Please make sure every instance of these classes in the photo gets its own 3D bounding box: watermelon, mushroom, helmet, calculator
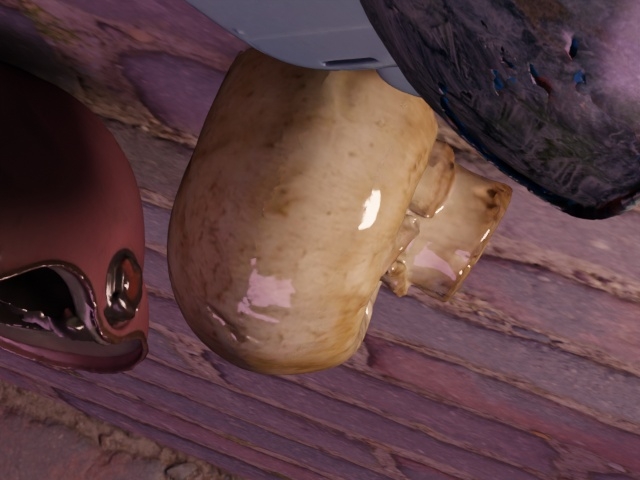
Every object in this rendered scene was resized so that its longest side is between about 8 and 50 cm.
[{"bbox_3d":[0.068,-0.129,0.658,0.175,0.188,0.322,28,166,-11],"label":"watermelon"},{"bbox_3d":[0.000,0.000,1.227,0.195,0.189,0.253,26,169,3],"label":"mushroom"},{"bbox_3d":[-0.260,-0.031,1.507,0.271,0.197,0.338,3,164,34],"label":"helmet"},{"bbox_3d":[-0.032,-0.155,1.018,0.303,0.042,0.188,36,161,-29],"label":"calculator"}]
